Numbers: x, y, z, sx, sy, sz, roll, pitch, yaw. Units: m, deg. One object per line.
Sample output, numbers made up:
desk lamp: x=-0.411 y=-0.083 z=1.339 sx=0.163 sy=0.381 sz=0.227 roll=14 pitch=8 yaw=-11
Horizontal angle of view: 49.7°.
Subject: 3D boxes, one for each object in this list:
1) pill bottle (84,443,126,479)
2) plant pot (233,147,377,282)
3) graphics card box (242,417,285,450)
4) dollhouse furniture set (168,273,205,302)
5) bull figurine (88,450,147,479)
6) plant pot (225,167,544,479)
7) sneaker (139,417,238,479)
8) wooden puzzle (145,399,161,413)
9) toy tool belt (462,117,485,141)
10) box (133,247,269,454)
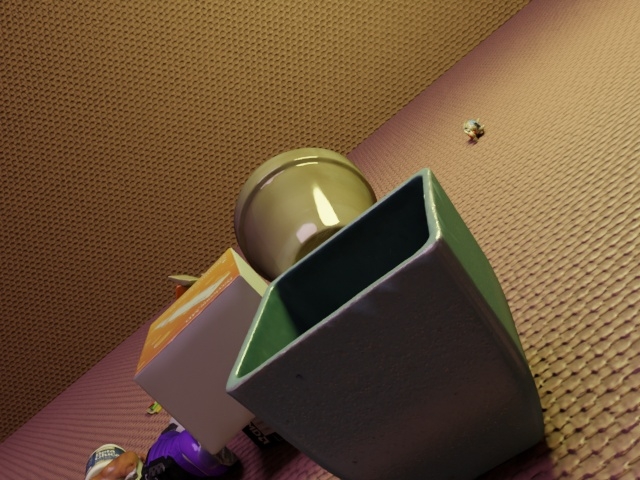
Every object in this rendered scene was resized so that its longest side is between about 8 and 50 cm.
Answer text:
pill bottle: x=-0.448 y=0.490 z=1.462 sx=0.094 sy=0.094 sz=0.169 roll=-43 pitch=12 yaw=-12
plant pot: x=0.000 y=0.000 z=1.437 sx=0.323 sy=0.323 sz=0.280 roll=-40 pitch=29 yaw=4
graphics card box: x=0.039 y=0.172 z=1.093 sx=0.371 sy=0.094 sz=0.233 roll=-34 pitch=14 yaw=36
dollhouse furniture set: x=-0.210 y=0.195 z=1.429 sx=0.259 sy=0.262 sz=0.135 roll=-3 pitch=7 yaw=-40
bull figurine: x=-0.436 y=0.528 z=1.287 sx=0.310 sy=0.101 sz=0.188 roll=-49 pitch=19 yaw=-17
plant pot: x=0.094 y=0.118 z=0.730 sx=0.248 sy=0.252 sz=0.247 roll=-37 pitch=13 yaw=17
sneaker: x=-0.241 y=0.392 z=1.190 sx=0.146 sy=0.102 sz=0.293 roll=-50 pitch=10 yaw=-21
wooden puzzle: x=-0.429 y=0.427 z=1.826 sx=0.078 sy=0.014 sz=0.116 roll=-48 pitch=13 yaw=-31
toy tool belt: x=0.389 y=-0.285 z=1.743 sx=0.051 sy=0.052 sz=0.083 roll=-47 pitch=11 yaw=14
box: x=-0.159 y=0.160 z=1.137 sx=0.215 sy=0.168 sz=0.345 roll=-44 pitch=11 yaw=-4
